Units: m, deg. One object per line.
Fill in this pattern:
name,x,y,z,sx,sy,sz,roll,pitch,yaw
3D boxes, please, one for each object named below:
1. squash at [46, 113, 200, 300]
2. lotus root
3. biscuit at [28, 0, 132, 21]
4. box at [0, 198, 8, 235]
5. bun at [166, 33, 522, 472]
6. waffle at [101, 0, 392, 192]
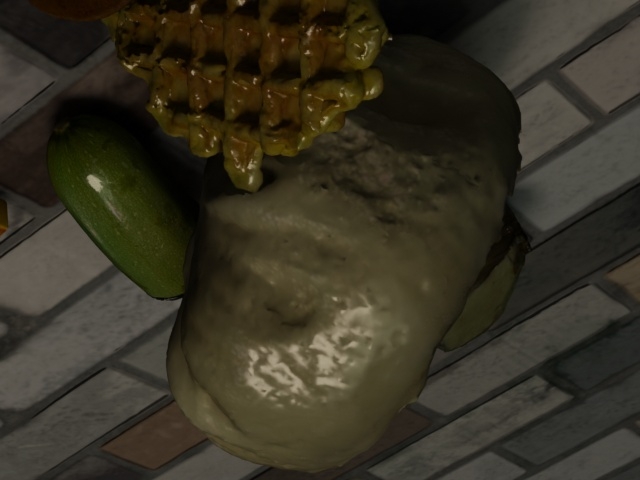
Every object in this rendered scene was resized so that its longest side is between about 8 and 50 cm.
squash,-0.163,-0.032,1.221,0.095,0.095,0.188,-25,139,15
lotus root,0.128,0.030,1.359,0.144,0.143,0.070,-30,131,-2
biscuit,-0.162,-0.223,0.985,0.124,0.026,0.175,29,132,7
box,-0.406,0.022,1.259,0.269,0.043,0.152,-37,137,29
bun,0.000,0.000,1.148,0.211,0.359,0.359,25,135,-4
waffle,-0.053,-0.162,0.975,0.059,0.237,0.243,-8,153,-43
